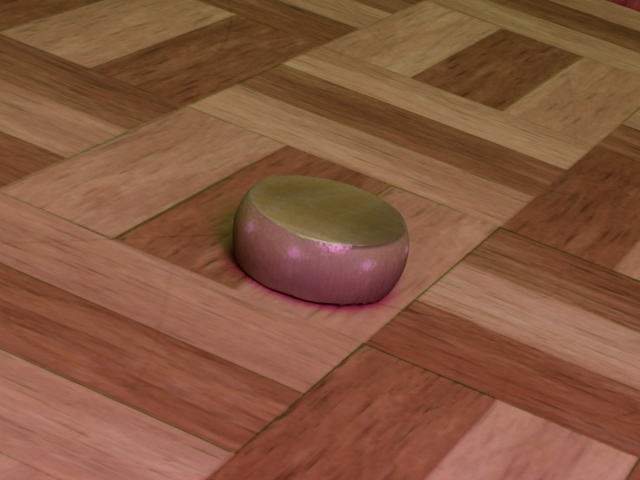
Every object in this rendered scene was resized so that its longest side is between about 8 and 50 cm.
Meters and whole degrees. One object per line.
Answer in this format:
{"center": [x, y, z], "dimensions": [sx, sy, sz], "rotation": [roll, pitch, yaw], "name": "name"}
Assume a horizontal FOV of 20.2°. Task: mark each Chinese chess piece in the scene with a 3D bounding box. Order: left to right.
{"center": [0.000, 0.000, 1.453], "dimensions": [0.144, 0.058, 0.144], "rotation": [11, 23, -5], "name": "Chinese chess piece"}
